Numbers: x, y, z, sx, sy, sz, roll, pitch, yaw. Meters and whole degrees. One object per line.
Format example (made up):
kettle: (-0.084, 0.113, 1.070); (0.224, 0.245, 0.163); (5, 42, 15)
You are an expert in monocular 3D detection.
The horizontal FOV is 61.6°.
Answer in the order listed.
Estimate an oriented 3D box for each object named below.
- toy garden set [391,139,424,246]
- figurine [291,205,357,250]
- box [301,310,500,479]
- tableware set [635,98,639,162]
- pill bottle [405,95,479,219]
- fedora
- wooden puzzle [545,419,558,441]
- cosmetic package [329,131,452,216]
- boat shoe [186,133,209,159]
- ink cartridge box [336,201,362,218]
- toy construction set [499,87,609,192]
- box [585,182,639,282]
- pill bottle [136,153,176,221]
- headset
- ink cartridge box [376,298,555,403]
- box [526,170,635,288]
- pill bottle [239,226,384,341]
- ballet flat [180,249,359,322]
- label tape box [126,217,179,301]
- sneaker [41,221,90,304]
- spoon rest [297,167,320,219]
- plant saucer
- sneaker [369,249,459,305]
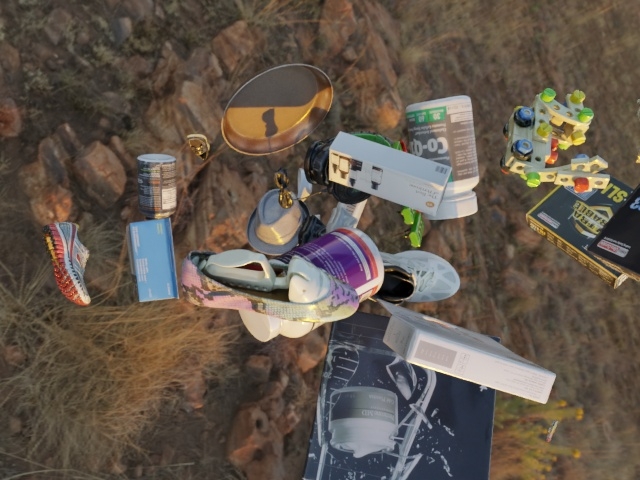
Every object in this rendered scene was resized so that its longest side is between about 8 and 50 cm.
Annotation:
toy garden set: (0.212, -0.135, 1.375); (0.204, 0.049, 0.244); (-63, 138, -56)
figurine: (0.000, 0.000, 1.793); (0.092, 0.214, 0.209); (51, 47, -25)
box: (0.231, 0.489, 1.551); (0.297, 0.479, 0.472); (81, 19, -69)
tableware set: (0.678, -0.227, 1.030); (0.020, 0.141, 0.169); (-98, 170, -54)
pill bottle: (0.390, -0.259, 1.695); (0.204, 0.204, 0.361); (-22, 105, -51)
fedora: (-0.165, -0.093, 2.041); (0.275, 0.243, 0.124); (-61, 159, -29)
wooden puzzle: (0.528, 0.434, 1.224); (0.083, 0.006, 0.049); (22, 89, -56)
cosmetic package: (0.135, -0.134, 1.090); (0.099, 0.239, 0.060); (87, 27, -57)
boat shoe: (-0.380, -0.295, 1.691); (0.152, 0.056, 0.049); (51, 32, -81)
ink cartridge box: (0.116, -0.053, 2.214); (0.385, 0.091, 0.308); (7, 104, -76)
toy construction set: (0.538, -0.221, 1.236); (0.215, 0.151, 0.328); (16, 46, -1)
box: (0.637, -0.045, 0.895); (0.073, 0.293, 0.295); (35, 9, -12)
pill bottle: (-0.566, -0.168, 1.859); (0.130, 0.130, 0.246); (-19, 120, -51)
headset: (0.040, -0.213, 1.508); (0.394, 0.243, 0.185); (-35, 138, -22)
ink cartridge box: (0.269, 0.216, 1.084); (0.296, 0.261, 0.066); (19, 91, -12)
box: (0.824, -0.054, 1.581); (0.322, 0.257, 0.079); (47, -6, 37)
pill bottle: (-0.021, 0.099, 1.210); (0.323, 0.181, 0.182); (-24, 93, -35)
ballet flat: (-0.060, 0.049, 0.645); (0.221, 0.079, 0.077); (7, 43, 0)
label tape box: (-0.524, 0.059, 1.649); (0.105, 0.333, 0.241); (-7, 91, -23)
sneaker: (-0.630, 0.058, 1.380); (0.092, 0.088, 0.225); (-23, 105, -48)
spoon rest: (-0.069, -0.181, 2.202); (0.084, 0.137, 0.276); (-6, 51, -13)
plant saucer: (-0.116, -0.345, 1.394); (0.310, 0.310, 0.050); (3, 50, -48)
sneaker: (0.242, 0.130, 1.507); (0.447, 0.257, 0.169); (11, 105, -22)
